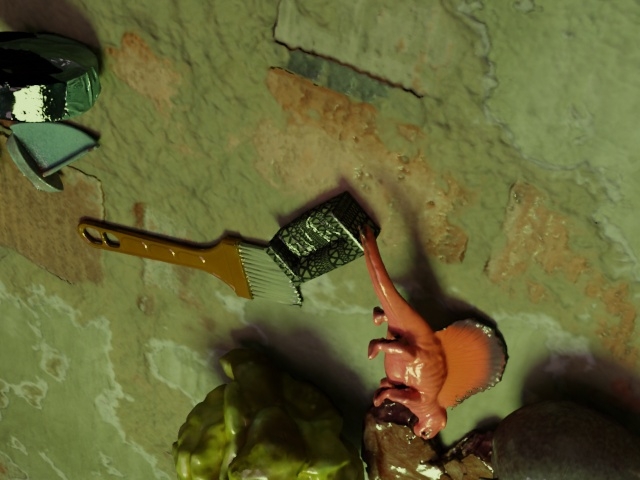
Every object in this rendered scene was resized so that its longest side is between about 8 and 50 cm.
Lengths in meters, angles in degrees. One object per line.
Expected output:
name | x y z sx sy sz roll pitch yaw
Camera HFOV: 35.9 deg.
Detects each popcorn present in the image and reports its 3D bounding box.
popcorn | -0.063 0.256 1.177 0.237 0.205 0.252 3 105 63

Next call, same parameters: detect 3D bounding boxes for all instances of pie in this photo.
pie | 0.144 0.270 1.152 0.218 0.054 0.204 8 131 29

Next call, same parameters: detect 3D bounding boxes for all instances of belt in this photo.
belt | -0.294 -0.165 1.006 0.140 0.105 0.058 5 131 -3

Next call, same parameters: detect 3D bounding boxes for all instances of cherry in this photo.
cherry | 0.247 0.234 0.990 0.176 0.140 0.176 -1 136 -1

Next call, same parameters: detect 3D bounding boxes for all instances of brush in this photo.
brush | -0.165 0.017 1.159 0.314 0.017 0.090 12 133 26

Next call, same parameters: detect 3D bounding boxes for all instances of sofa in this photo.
sofa | 0.000 0.000 1.013 0.060 0.039 0.118 49 137 -13

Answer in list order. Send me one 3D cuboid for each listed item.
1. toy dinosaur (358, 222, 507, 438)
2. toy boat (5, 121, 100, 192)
toy dinosaur | 0.119 0.099 0.999 0.138 0.070 0.286 -3 126 9
toy boat | -0.299 -0.109 1.129 0.122 0.034 0.096 -23 113 35
